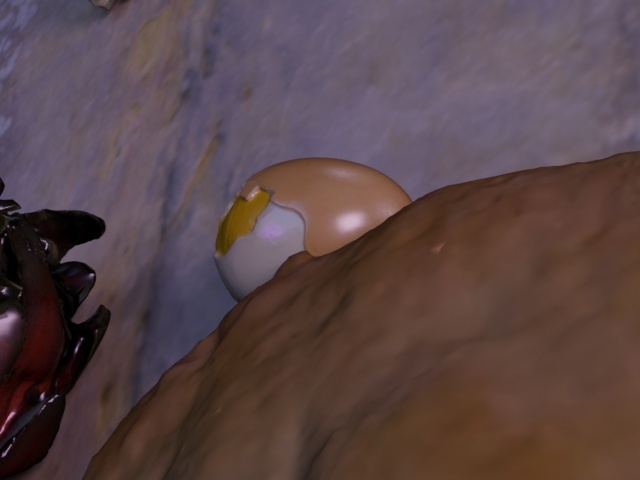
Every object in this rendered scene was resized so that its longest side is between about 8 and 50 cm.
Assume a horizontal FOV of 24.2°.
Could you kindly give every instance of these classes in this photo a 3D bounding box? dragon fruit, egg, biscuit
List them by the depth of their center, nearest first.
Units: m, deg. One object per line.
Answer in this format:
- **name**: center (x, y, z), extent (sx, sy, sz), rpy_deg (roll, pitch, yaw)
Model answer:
- **biscuit**: center (0.023, 0.155, 0.404), extent (0.429, 0.104, 0.446), rpy_deg (-35, 37, 24)
- **egg**: center (0.000, 0.000, 0.610), extent (0.083, 0.071, 0.071), rpy_deg (-19, 47, 39)
- **dragon fruit**: center (-0.208, 0.056, 0.736), extent (0.188, 0.182, 0.182), rpy_deg (-50, 27, 44)

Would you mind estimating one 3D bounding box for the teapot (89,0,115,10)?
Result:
- **teapot**: center (-0.132, -0.194, 0.975), extent (0.067, 0.057, 0.083), rpy_deg (39, 90, 20)
